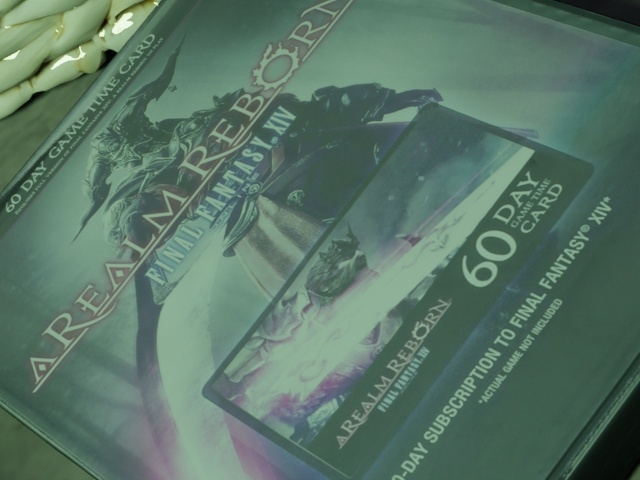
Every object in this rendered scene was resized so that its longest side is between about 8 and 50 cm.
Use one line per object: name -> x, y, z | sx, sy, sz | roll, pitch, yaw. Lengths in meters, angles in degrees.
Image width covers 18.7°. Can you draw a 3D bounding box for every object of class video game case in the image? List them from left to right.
video game case -> 0.000, 0.000, 0.588 | 0.274, 0.026, 0.196 | 27, 75, 47

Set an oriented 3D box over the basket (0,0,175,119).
basket -> -0.250, -0.201, 0.772 | 0.328, 0.266, 0.331 | -26, 44, 18
